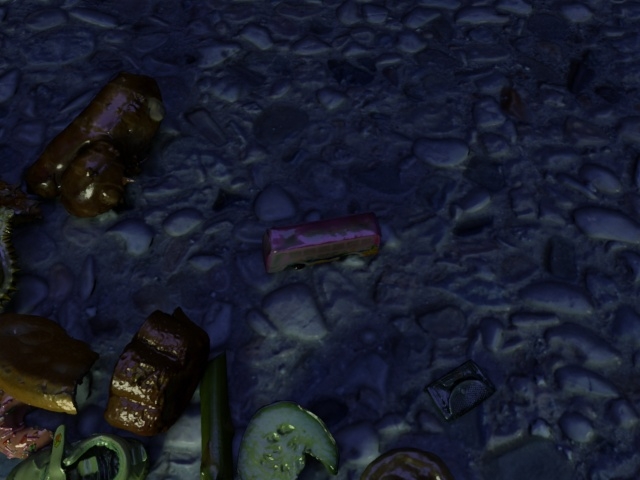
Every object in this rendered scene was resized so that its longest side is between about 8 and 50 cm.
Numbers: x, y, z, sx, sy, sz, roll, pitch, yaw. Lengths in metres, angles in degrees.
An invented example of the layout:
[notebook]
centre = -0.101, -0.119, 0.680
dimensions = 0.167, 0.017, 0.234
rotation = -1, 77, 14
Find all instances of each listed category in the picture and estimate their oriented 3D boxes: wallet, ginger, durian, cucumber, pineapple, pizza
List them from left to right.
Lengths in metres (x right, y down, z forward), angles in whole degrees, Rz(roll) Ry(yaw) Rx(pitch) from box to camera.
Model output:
[pineapple]
centre = -0.842, -0.095, 1.379
dimensions = 0.334, 0.158, 0.161
rotation = -11, 83, 3
[durian]
centre = -0.744, 0.067, 1.283
dimensions = 0.172, 0.166, 0.306
rotation = -7, 44, 32
[pizza]
centre = -0.569, 0.238, 1.208
dimensions = 0.365, 0.074, 0.182
rotation = 23, 24, 29
[ginger]
centre = -0.513, -0.230, 1.481
dimensions = 0.254, 0.176, 0.418
rotation = 30, 71, 19
[cucumber]
centre = -0.068, 0.399, 1.126
dimensions = 0.191, 0.130, 0.191
rotation = -1, 61, 3
[wallet]
centre = 0.292, 0.309, 1.242
dimensions = 0.129, 0.026, 0.088
rotation = -27, 61, -16

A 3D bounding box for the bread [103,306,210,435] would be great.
[bread]
centre = -0.317, 0.256, 1.145
dimensions = 0.135, 0.232, 0.247
rotation = 24, 91, 13

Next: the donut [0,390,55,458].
[donut]
centre = -0.596, 0.362, 1.173
dimensions = 0.166, 0.065, 0.117
rotation = 39, 64, 23

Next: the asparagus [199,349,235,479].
[asparagus]
centre = -0.209, 0.349, 1.190
dimensions = 0.067, 0.060, 0.278
rotation = -13, 58, 3

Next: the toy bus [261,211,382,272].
[toy bus]
centre = 0.000, 0.001, 1.388
dimensions = 0.273, 0.112, 0.090
rotation = -10, 66, -8

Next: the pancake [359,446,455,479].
[pancake]
centre = 0.172, 0.505, 1.108
dimensions = 0.222, 0.042, 0.236
rotation = 9, 57, 7

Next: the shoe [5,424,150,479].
[shoe]
centre = -0.453, 0.423, 1.108
dimensions = 0.262, 0.128, 0.140
rotation = -9, 52, -13
